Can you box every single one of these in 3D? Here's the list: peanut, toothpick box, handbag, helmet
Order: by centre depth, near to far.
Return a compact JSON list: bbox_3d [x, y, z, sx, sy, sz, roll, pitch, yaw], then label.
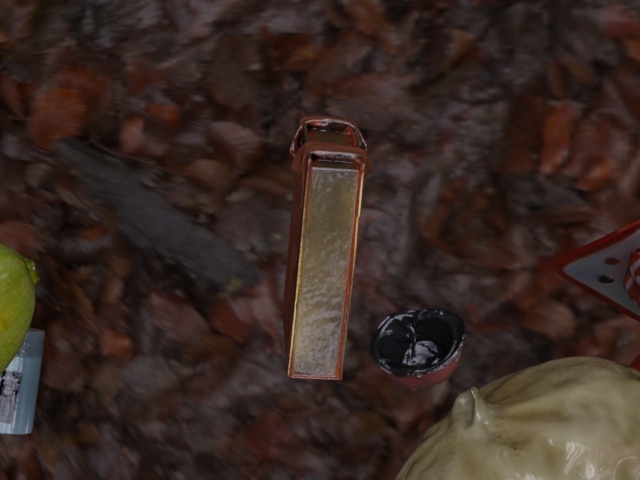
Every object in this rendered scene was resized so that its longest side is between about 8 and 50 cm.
[{"bbox_3d":[0.135,0.120,0.755,0.224,0.129,0.129,6,94,-33],"label":"peanut"},{"bbox_3d":[0.085,0.091,1.247,0.049,0.084,0.065,57,48,-42],"label":"helmet"},{"bbox_3d":[0.000,0.000,1.269,0.062,0.127,0.190,4,113,-5],"label":"handbag"},{"bbox_3d":[-0.253,0.112,1.278,0.052,0.052,0.083,6,90,-19],"label":"toothpick box"}]

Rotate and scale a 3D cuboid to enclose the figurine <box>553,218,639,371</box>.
[{"bbox_3d":[0.289,0.111,1.199,0.160,0.183,0.226,28,51,-31],"label":"figurine"}]

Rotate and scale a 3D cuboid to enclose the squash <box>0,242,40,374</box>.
[{"bbox_3d":[-0.276,0.068,1.107,0.186,0.123,0.123,-44,108,-23],"label":"squash"}]
